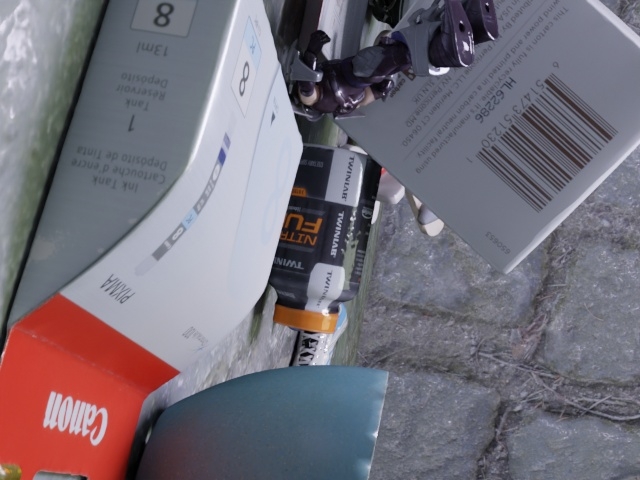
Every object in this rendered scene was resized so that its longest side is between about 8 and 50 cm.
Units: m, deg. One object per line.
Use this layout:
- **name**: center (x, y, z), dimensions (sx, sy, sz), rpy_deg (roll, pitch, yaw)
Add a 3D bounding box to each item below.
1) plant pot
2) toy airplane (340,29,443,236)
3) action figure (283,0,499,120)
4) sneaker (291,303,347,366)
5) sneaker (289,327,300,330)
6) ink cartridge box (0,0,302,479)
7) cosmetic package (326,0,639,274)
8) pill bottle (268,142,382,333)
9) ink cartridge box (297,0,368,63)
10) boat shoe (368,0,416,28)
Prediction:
- **plant pot**: center (-0.063, 0.240, 0.849), dimensions (0.290, 0.195, 0.290), rpy_deg (13, 90, -86)
- **toy airplane**: center (0.195, -0.206, 1.879), dimensions (0.386, 0.272, 0.385), rpy_deg (5, 87, -67)
- **action figure**: center (0.061, -0.203, 1.061), dimensions (0.185, 0.285, 0.099), rpy_deg (-22, 94, -50)
- **sneaker**: center (-0.014, 0.195, 1.703), dimensions (0.086, 0.085, 0.237), rpy_deg (62, 35, -35)
- **sneaker**: center (-0.035, 0.064, 1.411), dimensions (0.059, 0.053, 0.144), rpy_deg (67, 26, -78)
- **ink cartridge box**: center (-0.107, 0.039, 0.660), dimensions (0.308, 0.091, 0.385), rpy_deg (75, 25, -73)
- **cosmetic package**: center (0.271, -0.212, 1.311), dimensions (0.329, 0.327, 0.393), rpy_deg (-49, 175, 21)
- **pill bottle**: center (0.000, 0.000, 1.258), dimensions (0.130, 0.130, 0.246), rpy_deg (20, 81, -83)
- **ink cartridge box**: center (0.019, -0.348, 1.178), dimensions (0.239, 0.060, 0.275), rpy_deg (28, 73, -76)
- **boat shoe**: center (0.141, -0.449, 1.736), dimensions (0.335, 0.119, 0.121), rpy_deg (81, 30, -88)
